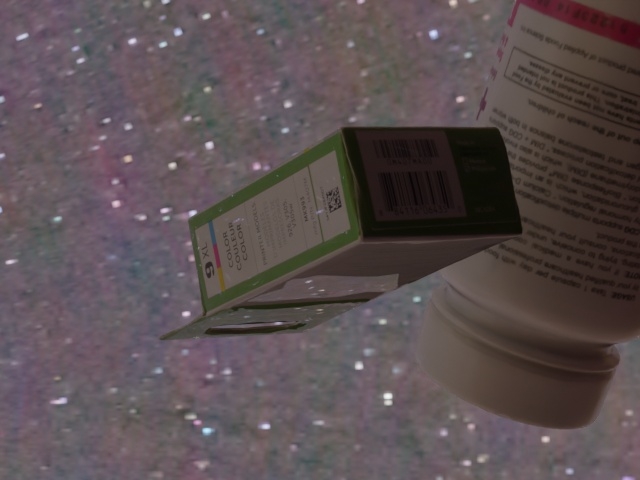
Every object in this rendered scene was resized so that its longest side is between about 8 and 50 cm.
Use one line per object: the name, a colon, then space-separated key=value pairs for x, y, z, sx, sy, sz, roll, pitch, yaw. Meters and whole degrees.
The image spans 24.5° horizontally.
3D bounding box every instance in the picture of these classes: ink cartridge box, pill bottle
ink cartridge box: x=0.000 y=0.000 z=0.819 sx=0.109 sy=0.209 sz=0.062 roll=-2 pitch=-106 yaw=-36
pill bottle: x=0.168 y=-0.030 z=0.972 sx=0.160 sy=0.160 sz=0.283 roll=5 pitch=-70 yaw=-40
